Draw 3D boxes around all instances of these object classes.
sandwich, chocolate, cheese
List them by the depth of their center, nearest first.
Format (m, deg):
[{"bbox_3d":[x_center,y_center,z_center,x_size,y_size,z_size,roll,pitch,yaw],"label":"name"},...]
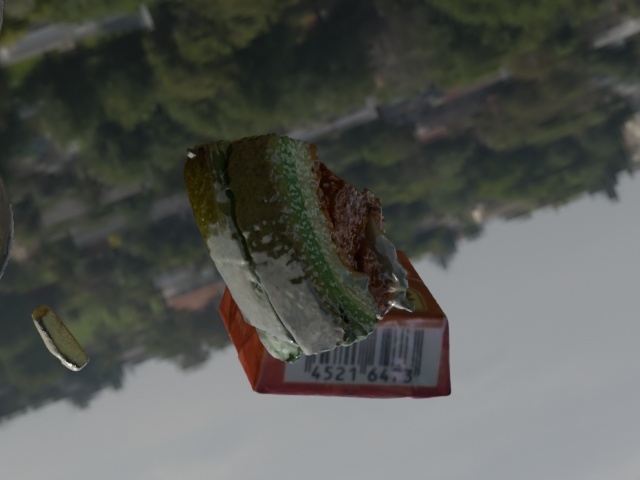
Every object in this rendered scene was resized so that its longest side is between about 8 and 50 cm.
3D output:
[{"bbox_3d":[-0.004,-0.008,1.311,0.109,0.185,0.160,-16,-171,43],"label":"sandwich"},{"bbox_3d":[-0.287,0.108,1.910,0.030,0.083,0.044,-38,-160,-12],"label":"cheese"},{"bbox_3d":[0.017,0.090,2.036,0.237,0.108,0.235,2,-159,-13],"label":"chocolate"}]

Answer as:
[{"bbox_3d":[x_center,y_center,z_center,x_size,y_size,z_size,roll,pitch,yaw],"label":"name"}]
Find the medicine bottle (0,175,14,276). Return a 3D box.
[{"bbox_3d":[-0.405,0.022,1.537,0.224,0.224,0.384,-21,178,-26],"label":"medicine bottle"}]

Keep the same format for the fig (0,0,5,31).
[{"bbox_3d":[-0.412,-0.301,1.920,0.145,0.170,0.274,-6,128,-49],"label":"fig"}]
